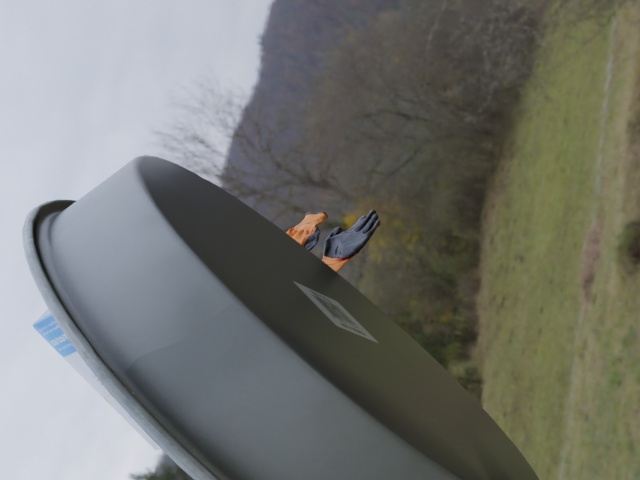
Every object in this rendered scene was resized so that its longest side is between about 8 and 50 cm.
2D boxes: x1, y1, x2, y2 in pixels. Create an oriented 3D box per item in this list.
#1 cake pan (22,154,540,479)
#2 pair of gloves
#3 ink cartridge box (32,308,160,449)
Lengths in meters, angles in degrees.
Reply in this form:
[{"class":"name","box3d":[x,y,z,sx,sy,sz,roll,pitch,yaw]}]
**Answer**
[{"class":"cake pan","box3d":[-0.005,0.058,0.456,0.054,0.293,0.293,-50,3,6]},{"class":"pair of gloves","box3d":[0.000,0.000,0.686,0.074,0.083,0.010,-48,-54,-39]},{"class":"ink cartridge box","box3d":[-0.126,0.093,0.763,0.061,0.181,0.104,-26,20,44]}]
